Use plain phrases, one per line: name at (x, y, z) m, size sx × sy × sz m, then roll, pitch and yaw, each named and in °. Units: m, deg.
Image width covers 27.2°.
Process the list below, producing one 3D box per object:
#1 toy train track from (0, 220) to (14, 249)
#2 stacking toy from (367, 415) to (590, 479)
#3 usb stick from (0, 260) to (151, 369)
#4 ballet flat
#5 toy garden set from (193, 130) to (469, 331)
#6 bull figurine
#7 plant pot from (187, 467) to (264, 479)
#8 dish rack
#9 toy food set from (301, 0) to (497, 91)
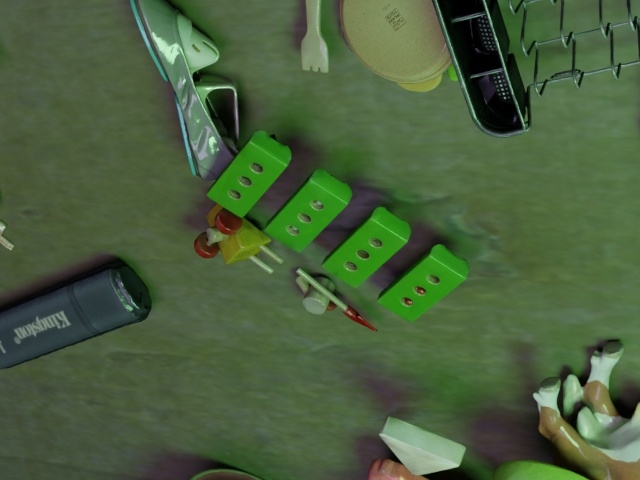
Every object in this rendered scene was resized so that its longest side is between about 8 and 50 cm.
toy train track at (-0.391, 0.007, 1.564) m, size 0.048 × 0.014 × 0.083 m, roll 40°, pitch 131°, yaw -2°
stacking toy at (0.167, 0.325, 1.354) m, size 0.309 × 0.130 × 0.279 m, roll 15°, pitch 151°, yaw 20°
usb stick at (-0.308, 0.092, 1.558) m, size 0.278 × 0.045 × 0.077 m, roll -20°, pitch 111°, yaw 36°
ballet flat at (-0.121, -0.159, 1.288) m, size 0.068 × 0.072 × 0.213 m, roll -16°, pitch 117°, yaw 4°
toy garden set at (0.000, 0.000, 1.326) m, size 0.244 × 0.049 × 0.204 m, roll 32°, pitch 143°, yaw -10°
bull figurine at (0.353, 0.191, 1.247) m, size 0.310 × 0.101 × 0.188 m, roll -8°, pitch 115°, yaw 31°
plant pot at (-0.121, 0.382, 1.575) m, size 0.201 × 0.201 × 0.180 m, roll 22°, pitch 114°, yaw 13°
dish rack at (0.227, -0.211, 1.035) m, size 0.271 × 0.074 × 0.208 m, roll -12°, pitch 117°, yaw 21°
toy food set at (0.074, -0.196, 1.175) m, size 0.192 × 0.038 × 0.132 m, roll 14°, pitch 120°, yaw 26°
